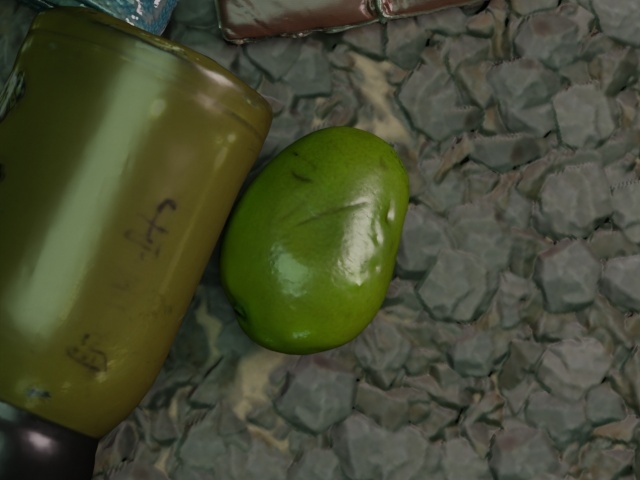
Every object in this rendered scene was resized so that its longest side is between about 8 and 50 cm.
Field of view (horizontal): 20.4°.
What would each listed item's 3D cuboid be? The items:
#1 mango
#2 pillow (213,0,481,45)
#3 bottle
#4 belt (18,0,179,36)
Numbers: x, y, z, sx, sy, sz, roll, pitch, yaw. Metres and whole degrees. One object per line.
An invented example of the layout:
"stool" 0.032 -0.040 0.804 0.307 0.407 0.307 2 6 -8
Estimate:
"mango" -0.006 -0.002 1.196 0.117 0.089 0.163 19 70 -13
"pillow" 0.034 -0.213 1.251 0.233 0.043 0.126 -11 84 -4
"bottle" -0.176 0.039 1.141 0.171 0.171 0.351 25 83 0
"belt" -0.235 -0.221 1.211 0.302 0.087 0.072 28 84 0
